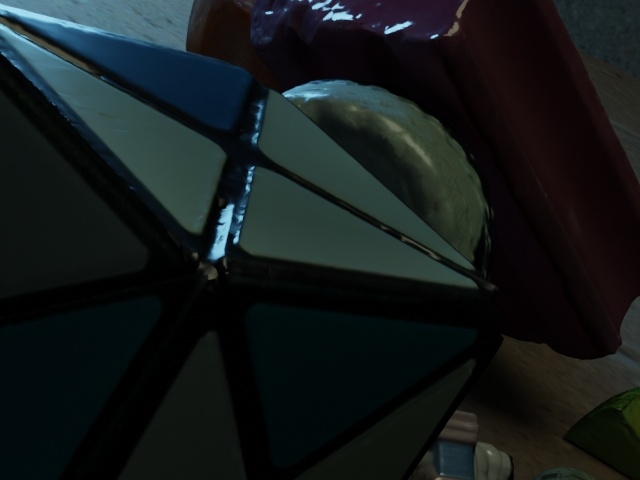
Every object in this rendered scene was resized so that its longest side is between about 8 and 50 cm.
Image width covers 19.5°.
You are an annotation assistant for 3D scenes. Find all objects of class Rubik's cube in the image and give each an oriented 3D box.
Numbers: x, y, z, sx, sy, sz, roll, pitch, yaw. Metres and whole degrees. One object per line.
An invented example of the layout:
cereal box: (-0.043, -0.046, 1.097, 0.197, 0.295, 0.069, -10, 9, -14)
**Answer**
Rubik's cube: (-0.101, 0.051, 0.951, 0.250, 0.248, 0.246, 9, 27, -51)

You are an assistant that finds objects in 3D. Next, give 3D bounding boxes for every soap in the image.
soap: (0.109, -0.077, 1.478, 0.233, 0.128, 0.359, 17, -30, 44)

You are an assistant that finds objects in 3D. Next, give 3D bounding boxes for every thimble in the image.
thimble: (0.000, 0.000, 1.309, 0.237, 0.237, 0.150, 34, 16, 11)

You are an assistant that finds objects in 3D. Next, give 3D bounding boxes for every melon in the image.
melon: (0.311, 0.171, 1.617, 0.114, 0.053, 0.261, 49, 24, 27)

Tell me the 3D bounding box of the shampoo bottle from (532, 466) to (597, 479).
shampoo bottle: (0.148, 0.205, 1.233, 0.065, 0.065, 0.204, 33, 18, 8)

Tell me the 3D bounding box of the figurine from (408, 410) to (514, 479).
figurine: (0.026, 0.139, 1.140, 0.229, 0.137, 0.112, 15, -20, -29)

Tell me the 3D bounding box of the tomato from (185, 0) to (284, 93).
tomato: (-0.009, -0.128, 1.755, 0.338, 0.144, 0.338, 32, 17, -11)
